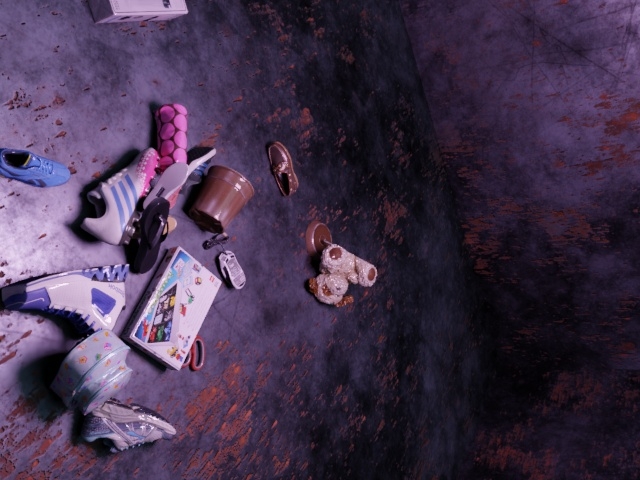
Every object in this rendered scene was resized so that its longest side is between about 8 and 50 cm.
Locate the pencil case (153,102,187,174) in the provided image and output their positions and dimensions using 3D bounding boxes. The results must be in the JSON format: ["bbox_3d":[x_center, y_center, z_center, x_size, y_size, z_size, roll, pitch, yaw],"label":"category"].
[{"bbox_3d":[-0.441,-0.291,1.762,0.095,0.098,0.210,118,-30,-71],"label":"pencil case"}]

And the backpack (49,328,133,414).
[{"bbox_3d":[-0.539,0.309,1.435,0.166,0.144,0.188,-33,157,-51],"label":"backpack"}]

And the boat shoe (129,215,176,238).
[{"bbox_3d":[-0.474,-0.037,1.709,0.190,0.072,0.068,-21,102,-54],"label":"boat shoe"}]

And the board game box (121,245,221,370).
[{"bbox_3d":[-0.423,0.196,1.746,0.193,0.053,0.305,47,51,-34],"label":"board game box"}]

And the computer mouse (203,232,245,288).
[{"bbox_3d":[-0.308,0.074,1.960,0.106,0.042,0.193,-41,113,-55],"label":"computer mouse"}]

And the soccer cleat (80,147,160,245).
[{"bbox_3d":[-0.534,-0.141,1.609,0.143,0.116,0.331,23,51,-20],"label":"soccer cleat"}]

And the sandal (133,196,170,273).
[{"bbox_3d":[-0.446,-0.012,1.635,0.097,0.054,0.255,-42,158,-52],"label":"sandal"}]

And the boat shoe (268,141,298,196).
[{"bbox_3d":[-0.141,-0.261,2.218,0.073,0.073,0.207,-53,127,-47],"label":"boat shoe"}]

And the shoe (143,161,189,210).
[{"bbox_3d":[-0.432,-0.149,1.720,0.063,0.178,0.081,40,5,4],"label":"shoe"}]

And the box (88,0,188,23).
[{"bbox_3d":[-0.529,-0.719,1.719,0.290,0.087,0.169,-33,112,-51],"label":"box"}]

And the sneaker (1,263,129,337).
[{"bbox_3d":[-0.589,0.162,1.469,0.315,0.127,0.182,-9,91,-57],"label":"sneaker"}]

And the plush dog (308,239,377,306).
[{"bbox_3d":[0.055,0.143,2.370,0.262,0.210,0.225,29,89,-28],"label":"plush dog"}]

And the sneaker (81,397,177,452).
[{"bbox_3d":[-0.508,0.497,1.582,0.283,0.110,0.122,37,74,-44],"label":"sneaker"}]

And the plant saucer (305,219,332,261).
[{"bbox_3d":[0.000,0.000,2.421,0.168,0.029,0.169,13,74,-55],"label":"plant saucer"}]

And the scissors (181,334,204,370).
[{"bbox_3d":[-0.397,0.246,1.827,0.109,0.021,0.297,8,77,-49],"label":"scissors"}]

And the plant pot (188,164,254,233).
[{"bbox_3d":[-0.319,-0.120,1.882,0.167,0.166,0.165,51,55,-38],"label":"plant pot"}]

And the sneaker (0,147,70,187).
[{"bbox_3d":[-0.680,-0.173,1.430,0.209,0.082,0.069,12,74,-55],"label":"sneaker"}]

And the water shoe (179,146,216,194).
[{"bbox_3d":[-0.396,-0.219,1.866,0.203,0.072,0.080,-49,143,-39],"label":"water shoe"}]
